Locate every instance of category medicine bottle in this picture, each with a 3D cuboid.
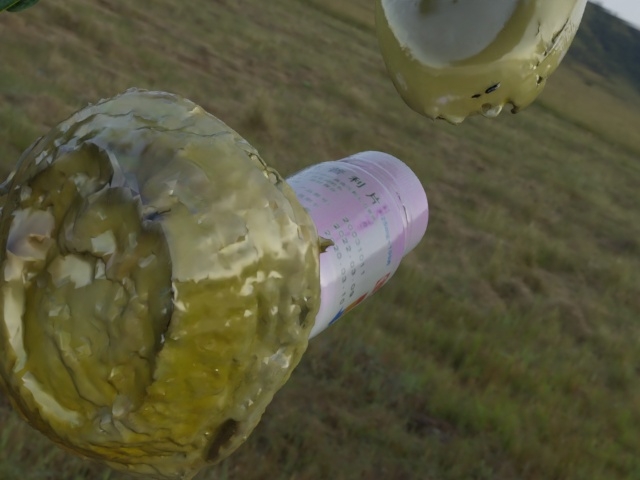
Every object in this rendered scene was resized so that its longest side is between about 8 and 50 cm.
[{"bbox_3d":[0.000,0.000,1.104,0.152,0.152,0.254,27,32,20],"label":"medicine bottle"}]

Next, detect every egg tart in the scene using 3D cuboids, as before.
[{"bbox_3d":[-0.117,0.034,0.623,0.098,0.252,0.232,-18,86,-64],"label":"egg tart"}]

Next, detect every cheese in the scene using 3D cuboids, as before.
[{"bbox_3d":[0.171,-0.254,1.171,0.259,0.316,0.128,-16,-38,37],"label":"cheese"}]

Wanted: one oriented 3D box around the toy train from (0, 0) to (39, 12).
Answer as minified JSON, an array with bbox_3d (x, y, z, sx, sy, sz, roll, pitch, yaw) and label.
[{"bbox_3d":[-0.429,-0.412,1.101,0.442,0.179,0.272,58,4,-27],"label":"toy train"}]
